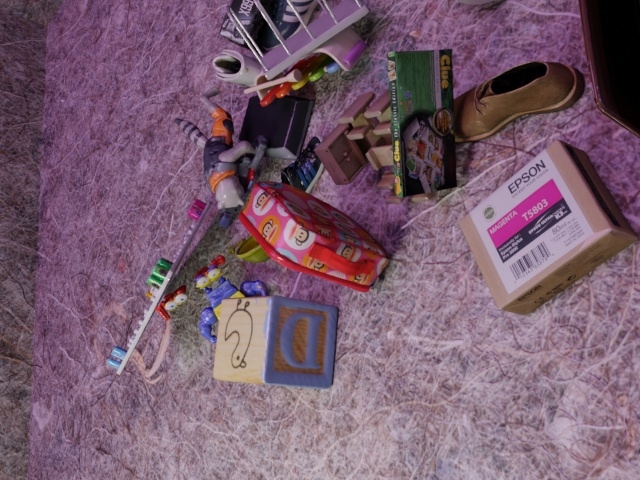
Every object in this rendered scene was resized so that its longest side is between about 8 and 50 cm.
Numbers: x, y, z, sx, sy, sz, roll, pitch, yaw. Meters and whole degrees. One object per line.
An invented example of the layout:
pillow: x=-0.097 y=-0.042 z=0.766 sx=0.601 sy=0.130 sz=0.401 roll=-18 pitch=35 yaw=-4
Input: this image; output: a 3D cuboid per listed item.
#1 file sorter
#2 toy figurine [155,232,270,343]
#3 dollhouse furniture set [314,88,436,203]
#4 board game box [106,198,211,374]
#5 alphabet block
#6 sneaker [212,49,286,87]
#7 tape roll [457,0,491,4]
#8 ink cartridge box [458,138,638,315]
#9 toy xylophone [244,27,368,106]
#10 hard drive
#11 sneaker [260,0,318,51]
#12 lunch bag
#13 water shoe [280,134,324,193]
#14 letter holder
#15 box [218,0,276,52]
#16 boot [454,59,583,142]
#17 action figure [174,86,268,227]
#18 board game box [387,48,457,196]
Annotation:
file sorter: x=-0.060 y=-0.541 z=1.653 sx=0.277 sy=0.173 sz=0.193 roll=-32 pitch=26 yaw=7
toy figurine: x=-0.205 y=0.142 z=1.786 sx=0.362 sy=0.217 sz=0.191 roll=-36 pitch=10 yaw=-7
dollhouse furniture set: x=0.133 y=-0.206 z=1.436 sx=0.242 sy=0.212 sz=0.161 roll=0 pitch=42 yaw=49
board game box: x=-0.441 y=0.115 z=1.943 sx=0.390 sy=0.050 sz=0.390 roll=-57 pitch=9 yaw=30
alphabet block: x=-0.100 y=0.228 z=1.574 sx=0.197 sy=0.193 sz=0.193 roll=-10 pitch=70 yaw=48
sneaker: x=-0.235 y=-0.490 z=1.976 sx=0.292 sy=0.169 sz=0.108 roll=28 pitch=103 yaw=51
tape roll: x=0.279 y=-0.594 z=1.333 sx=0.246 sy=0.246 sz=0.169 roll=-56 pitch=44 yaw=22
ink cartridge box: x=0.367 y=-0.018 z=1.174 sx=0.234 sy=0.088 sz=0.193 roll=-45 pitch=49 yaw=33
toy xylophone: x=-0.053 y=-0.413 z=1.720 sx=0.322 sy=0.081 sz=0.236 roll=-3 pitch=40 yaw=50
hard drive: x=-0.128 y=-0.309 z=1.880 sx=0.254 sy=0.054 sz=0.172 roll=18 pitch=93 yaw=51
sneaker: x=-0.080 y=-0.651 z=1.855 sx=0.350 sy=0.148 sz=0.131 roll=-43 pitch=49 yaw=34
lunch bag: x=0.000 y=0.000 z=1.448 sx=0.120 sy=0.293 sz=0.258 roll=-59 pitch=41 yaw=12
water shoe: x=-0.050 y=-0.166 z=1.723 sx=0.073 sy=0.080 sz=0.203 roll=34 pitch=105 yaw=49
letter holder: x=0.490 y=-0.320 z=1.018 sx=0.152 sy=0.214 sz=0.302 roll=-18 pitch=65 yaw=46
box: x=-0.165 y=-0.677 z=1.919 sx=0.242 sy=0.076 sz=0.308 roll=-68 pitch=1 yaw=-79
boot: x=0.312 y=-0.262 z=1.295 sx=0.305 sy=0.115 sz=0.112 roll=-15 pitch=72 yaw=50
action figure: x=-0.280 y=-0.192 z=1.891 sx=0.341 sy=0.178 sz=0.330 roll=-63 pitch=38 yaw=37
board game box: x=0.191 y=-0.218 z=1.306 sx=0.030 sy=0.136 sz=0.260 roll=17 pitch=114 yaw=59
